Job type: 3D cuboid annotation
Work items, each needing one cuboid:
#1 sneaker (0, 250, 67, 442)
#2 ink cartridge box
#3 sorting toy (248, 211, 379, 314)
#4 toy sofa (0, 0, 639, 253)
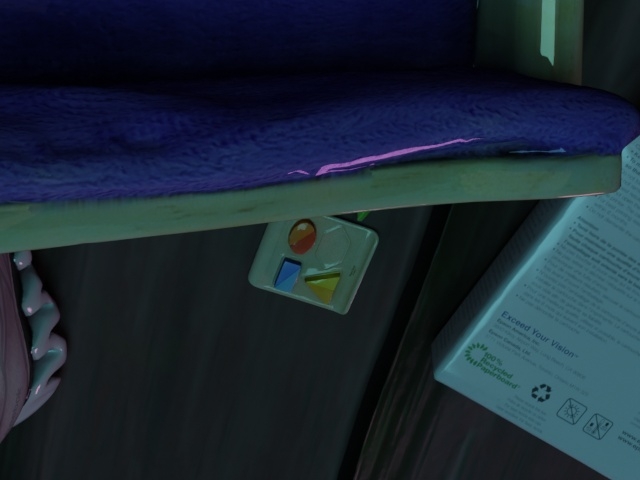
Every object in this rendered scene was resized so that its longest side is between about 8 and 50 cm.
[{"bbox_3d":[-0.207,-0.009,0.564,0.110,0.118,0.292,-7,114,8],"label":"sneaker"},{"bbox_3d":[0.211,0.038,0.603,0.223,0.045,0.224,31,112,-12],"label":"ink cartridge box"},{"bbox_3d":[0.000,0.000,0.613,0.062,0.012,0.083,20,115,-6],"label":"sorting toy"},{"bbox_3d":[-0.079,-0.088,0.357,0.362,0.177,0.150,-7,104,-19],"label":"toy sofa"}]
